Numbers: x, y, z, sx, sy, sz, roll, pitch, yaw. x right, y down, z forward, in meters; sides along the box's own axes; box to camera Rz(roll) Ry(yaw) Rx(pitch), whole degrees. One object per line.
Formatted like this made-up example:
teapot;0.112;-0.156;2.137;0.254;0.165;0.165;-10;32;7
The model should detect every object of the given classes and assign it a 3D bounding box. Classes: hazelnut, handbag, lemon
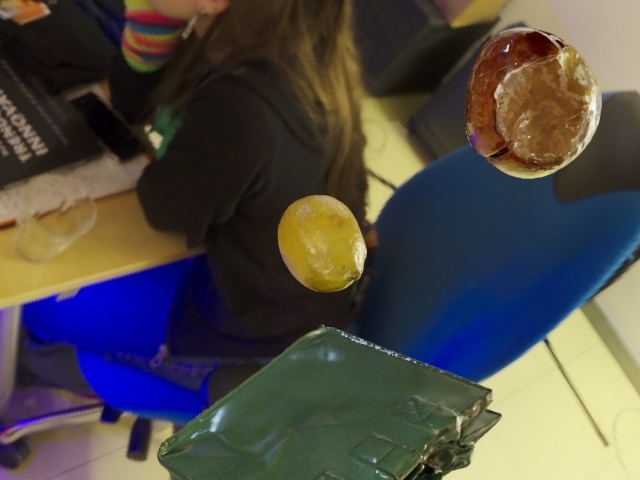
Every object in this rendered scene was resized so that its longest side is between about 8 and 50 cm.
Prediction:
hazelnut;0.211;-0.141;0.967;0.143;0.143;0.154;-37;116;-49
handbag;0.004;0.218;0.953;0.269;0.274;0.100;-36;122;-35
lemon;0.000;0.000;0.892;0.082;0.082;0.110;10;35;-34
